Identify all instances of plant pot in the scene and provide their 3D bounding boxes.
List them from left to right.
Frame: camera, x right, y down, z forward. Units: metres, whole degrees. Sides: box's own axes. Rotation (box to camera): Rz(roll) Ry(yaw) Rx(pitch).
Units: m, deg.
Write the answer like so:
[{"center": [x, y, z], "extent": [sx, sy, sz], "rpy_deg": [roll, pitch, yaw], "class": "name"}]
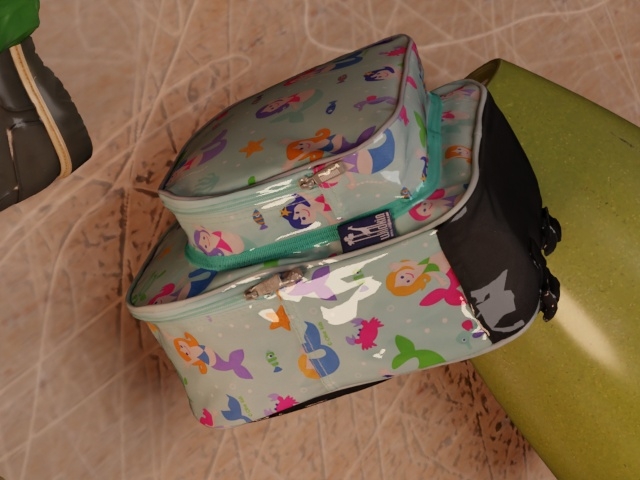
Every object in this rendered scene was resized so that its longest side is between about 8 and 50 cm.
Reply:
[{"center": [0.193, 0.007, 1.025], "extent": [0.293, 0.275, 0.275], "rpy_deg": [44, 58, -9], "class": "plant pot"}]

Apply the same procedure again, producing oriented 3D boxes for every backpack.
[{"center": [0.000, 0.000, 0.843], "extent": [0.191, 0.253, 0.225], "rpy_deg": [56, 22, -19], "class": "backpack"}]

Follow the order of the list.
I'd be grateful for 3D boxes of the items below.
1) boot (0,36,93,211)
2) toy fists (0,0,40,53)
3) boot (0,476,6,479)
[{"center": [-0.237, -0.092, 0.783], "extent": [0.137, 0.077, 0.198], "rpy_deg": [-43, 110, -29], "class": "boot"}, {"center": [-0.257, -0.172, 0.615], "extent": [0.142, 0.096, 0.279], "rpy_deg": [-44, 111, -45], "class": "toy fists"}, {"center": [-0.283, 0.217, 0.704], "extent": [0.236, 0.089, 0.269], "rpy_deg": [46, 58, -14], "class": "boot"}]
